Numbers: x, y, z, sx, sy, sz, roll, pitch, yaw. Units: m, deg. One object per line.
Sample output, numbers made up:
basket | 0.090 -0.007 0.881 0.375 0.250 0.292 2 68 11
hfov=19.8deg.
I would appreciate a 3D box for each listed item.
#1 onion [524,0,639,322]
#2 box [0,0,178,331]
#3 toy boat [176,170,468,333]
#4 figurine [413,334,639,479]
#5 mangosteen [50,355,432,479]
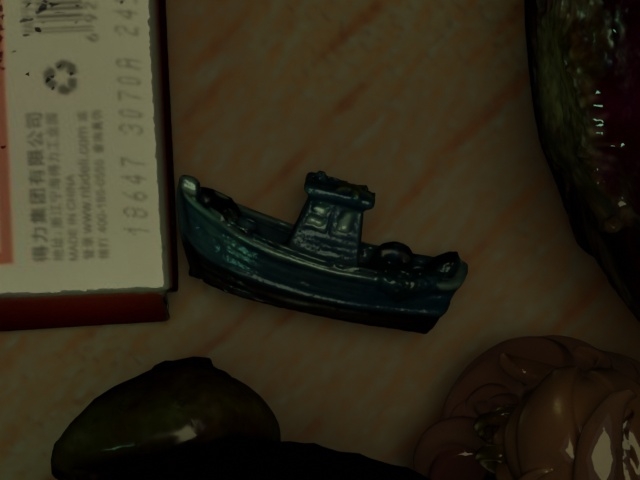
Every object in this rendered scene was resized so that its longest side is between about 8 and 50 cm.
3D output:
onion | 0.239 -0.092 0.767 0.282 0.260 0.336 -6 86 -9
box | -0.130 -0.074 0.839 0.123 0.050 0.229 -4 87 -2
toy boat | 0.000 0.000 0.836 0.137 0.060 0.061 13 103 1
figurine | 0.104 0.090 0.802 0.126 0.157 0.114 -21 66 0
mangosteen | -0.043 0.196 0.710 0.297 0.297 0.293 -12 89 -5
